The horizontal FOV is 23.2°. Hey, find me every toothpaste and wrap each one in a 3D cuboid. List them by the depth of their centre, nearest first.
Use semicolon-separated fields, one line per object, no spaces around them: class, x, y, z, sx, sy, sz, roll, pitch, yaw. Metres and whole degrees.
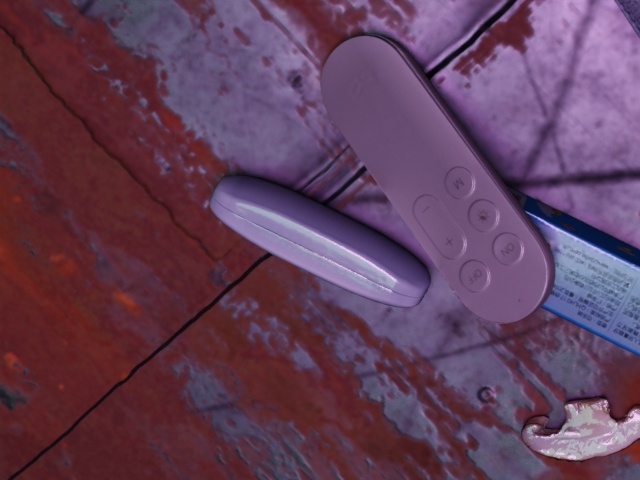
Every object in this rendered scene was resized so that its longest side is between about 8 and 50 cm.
toothpaste;0.223;0.041;1.154;0.267;0.050;0.065;26;108;4

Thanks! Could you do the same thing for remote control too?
remote control;0.083;-0.046;1.134;0.077;0.022;0.245;-41;75;24

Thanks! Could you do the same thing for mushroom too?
mushroom;0.206;0.145;1.204;0.101;0.019;0.049;-7;105;11

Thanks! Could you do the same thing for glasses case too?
glasses case;0.000;0.000;1.180;0.178;0.067;0.045;26;107;4

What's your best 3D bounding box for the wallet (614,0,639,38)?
wallet;0.223;-0.232;1.026;0.222;0.036;0.167;49;146;-14
